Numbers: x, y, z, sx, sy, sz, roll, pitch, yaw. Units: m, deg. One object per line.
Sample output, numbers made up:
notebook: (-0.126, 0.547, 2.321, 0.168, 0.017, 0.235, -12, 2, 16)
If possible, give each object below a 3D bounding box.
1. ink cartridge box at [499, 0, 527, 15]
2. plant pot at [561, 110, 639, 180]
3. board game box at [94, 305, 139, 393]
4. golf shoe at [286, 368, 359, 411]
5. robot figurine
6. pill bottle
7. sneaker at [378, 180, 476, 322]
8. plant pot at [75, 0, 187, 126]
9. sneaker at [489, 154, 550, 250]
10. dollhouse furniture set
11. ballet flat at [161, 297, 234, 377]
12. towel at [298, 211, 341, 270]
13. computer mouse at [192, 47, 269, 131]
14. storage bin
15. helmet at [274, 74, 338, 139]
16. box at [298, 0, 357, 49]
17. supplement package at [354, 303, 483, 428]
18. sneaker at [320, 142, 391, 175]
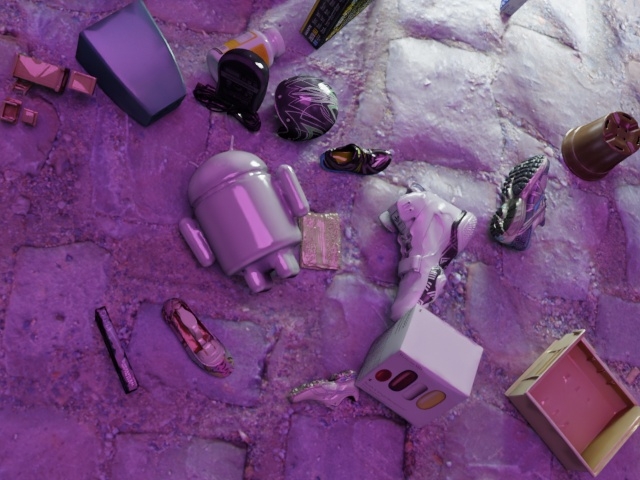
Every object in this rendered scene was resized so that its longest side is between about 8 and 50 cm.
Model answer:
ink cartridge box: (0.576, -0.724, 2.188, 0.046, 0.207, 0.097, 19, 71, -12)
plant pot: (0.779, -0.266, 2.153, 0.167, 0.165, 0.167, 4, 76, -15)
board game box: (-0.438, 0.237, 1.682, 0.026, 0.126, 0.186, -22, 84, -20)
golf shoe: (0.012, 0.360, 1.818, 0.176, 0.069, 0.086, -13, 86, -18)
robot figurine: (-0.177, -0.056, 1.796, 0.300, 0.200, 0.353, -27, 85, 3)
pill bottle: (-0.183, -0.460, 1.950, 0.184, 0.103, 0.103, -32, 87, -21)
sneaker: (0.222, 0.024, 1.933, 0.210, 0.137, 0.366, 37, 64, -4)
plant pot: (-0.428, -0.400, 1.834, 0.165, 0.166, 0.234, -38, 95, -21)
sneaker: (0.549, -0.098, 2.091, 0.122, 0.110, 0.283, 37, 71, -24)
dollhouse furniture set: (-0.624, -0.327, 1.811, 0.182, 0.101, 0.160, 17, 96, -12)
ballet flat: (-0.274, 0.218, 1.761, 0.077, 0.079, 0.221, -39, 90, -22)
towel: (0.000, 0.000, 1.927, 0.110, 0.027, 0.148, 3, 75, -17)
computer mouse: (-0.189, -0.374, 1.838, 0.188, 0.272, 0.072, 30, 66, -6)
storage bin: (0.647, 0.401, 1.964, 0.260, 0.123, 0.262, -39, 89, -21)
helmet: (-0.039, -0.327, 1.927, 0.169, 0.161, 0.169, 4, 75, -15)
box: (0.095, -0.644, 1.963, 0.257, 0.322, 0.079, -43, 92, -21)
supplement package: (0.226, 0.292, 1.804, 0.194, 0.203, 0.149, 34, 46, -6)
sneaker: (0.095, -0.205, 1.980, 0.188, 0.078, 0.067, 0, 76, -17)
